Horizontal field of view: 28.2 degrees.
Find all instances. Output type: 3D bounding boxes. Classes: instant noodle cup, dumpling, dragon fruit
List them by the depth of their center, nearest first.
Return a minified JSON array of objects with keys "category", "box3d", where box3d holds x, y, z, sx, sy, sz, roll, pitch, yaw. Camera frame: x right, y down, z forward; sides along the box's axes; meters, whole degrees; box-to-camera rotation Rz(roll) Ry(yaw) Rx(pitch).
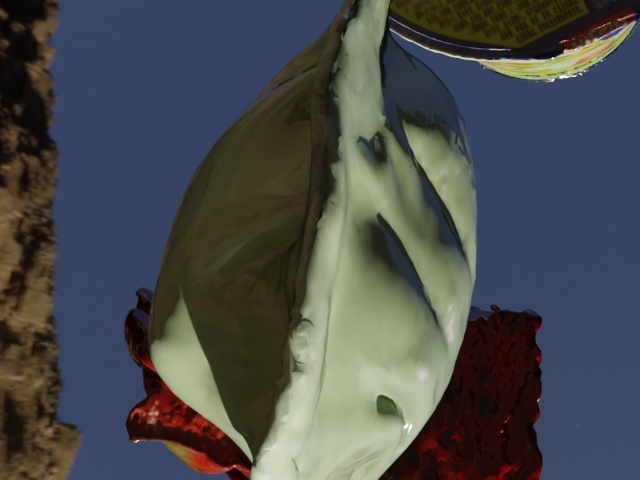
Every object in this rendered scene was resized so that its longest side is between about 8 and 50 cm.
[{"category":"dumpling","box3d":[-0.011,0.003,0.427,0.108,0.152,0.219,-6,-115,27]},{"category":"instant noodle cup","box3d":[0.159,-0.243,0.980,0.284,0.312,0.284,-1,-95,14]},{"category":"dragon fruit","box3d":[-0.025,0.151,1.034,0.329,0.286,0.228,-1,-83,-28]}]
